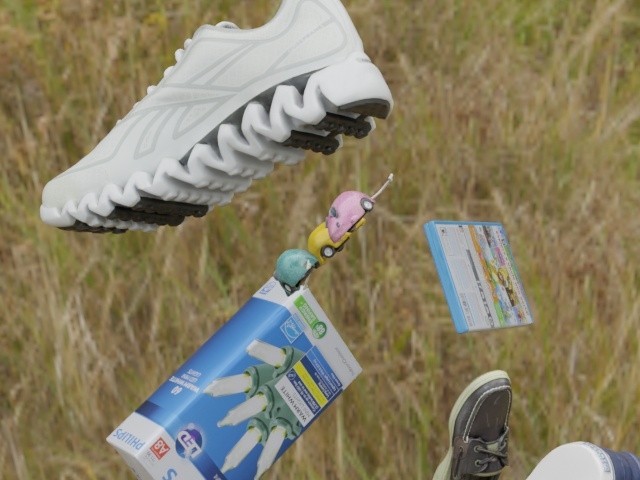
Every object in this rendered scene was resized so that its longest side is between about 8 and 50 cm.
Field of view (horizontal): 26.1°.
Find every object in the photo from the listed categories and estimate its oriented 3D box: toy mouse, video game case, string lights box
[{"bbox_3d":[0.000,0.000,1.233,0.031,0.161,0.143,44,23,5],"label":"toy mouse"},{"bbox_3d":[0.170,0.038,1.463,0.015,0.119,0.166,-24,-13,30],"label":"video game case"},{"bbox_3d":[-0.090,0.177,1.493,0.260,0.133,0.077,-45,29,-21],"label":"string lights box"}]

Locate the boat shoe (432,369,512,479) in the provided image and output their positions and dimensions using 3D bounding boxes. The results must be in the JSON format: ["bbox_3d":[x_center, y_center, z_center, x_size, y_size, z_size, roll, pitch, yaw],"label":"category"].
[{"bbox_3d":[0.131,0.170,1.112,0.056,0.152,0.049,-11,42,-23],"label":"boat shoe"}]

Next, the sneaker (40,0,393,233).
[{"bbox_3d":[-0.090,-0.090,1.035,0.292,0.110,0.118,-24,78,20],"label":"sneaker"}]

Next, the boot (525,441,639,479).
[{"bbox_3d":[0.160,0.223,1.022,0.086,0.190,0.069,17,36,-49],"label":"boot"}]
